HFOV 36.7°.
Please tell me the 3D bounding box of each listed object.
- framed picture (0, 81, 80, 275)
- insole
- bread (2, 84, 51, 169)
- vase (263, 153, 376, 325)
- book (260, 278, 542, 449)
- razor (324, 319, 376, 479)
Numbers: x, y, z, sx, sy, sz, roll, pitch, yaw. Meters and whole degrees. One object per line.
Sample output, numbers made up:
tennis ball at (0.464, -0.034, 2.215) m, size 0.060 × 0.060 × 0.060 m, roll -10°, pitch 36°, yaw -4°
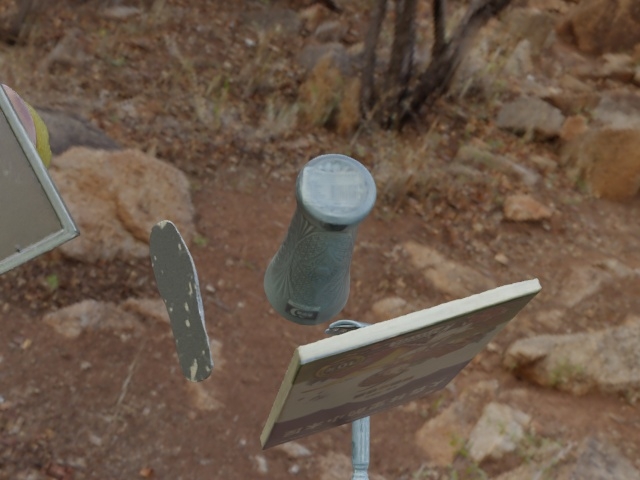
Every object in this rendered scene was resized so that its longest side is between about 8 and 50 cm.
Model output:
framed picture at (-0.297, -0.023, 0.695) m, size 0.150 × 0.203 × 0.015 m, roll 62°, pitch -3°, yaw -1°
insole at (-0.204, 0.087, 1.428) m, size 0.011 × 0.081 × 0.247 m, roll 0°, pitch 72°, yaw -55°
bread at (-0.347, -0.101, 1.008) m, size 0.156 × 0.125 × 0.086 m, roll 59°, pitch 5°, yaw 7°
vase at (0.000, 0.000, 0.973) m, size 0.096 × 0.096 × 0.219 m, roll 32°, pitch -28°, yaw 8°
book at (0.062, 0.131, 0.941) m, size 0.228 × 0.322 × 0.018 m, roll -15°, pitch 69°, yaw -15°
razor at (0.059, 0.230, 1.350) m, size 0.068 × 0.231 × 0.106 m, roll -5°, pitch -10°, yaw 30°
